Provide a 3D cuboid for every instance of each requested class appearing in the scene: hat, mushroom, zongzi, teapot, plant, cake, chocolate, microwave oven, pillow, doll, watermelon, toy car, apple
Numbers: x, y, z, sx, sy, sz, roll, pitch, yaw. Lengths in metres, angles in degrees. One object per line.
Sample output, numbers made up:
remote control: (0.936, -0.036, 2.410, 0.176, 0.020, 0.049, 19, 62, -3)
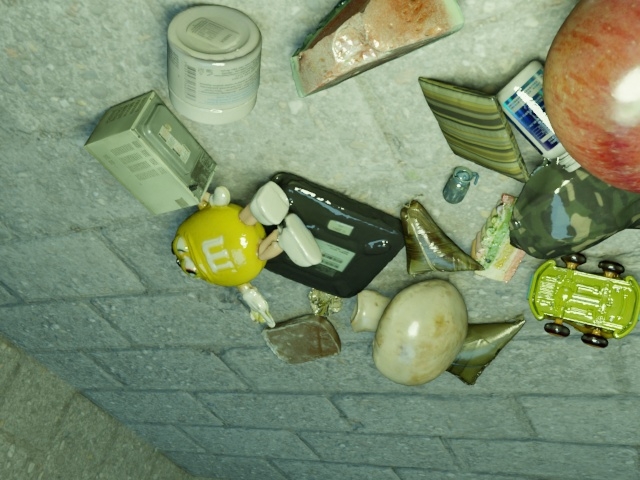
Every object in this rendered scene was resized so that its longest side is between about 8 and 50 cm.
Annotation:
hat: (0.593, -0.054, 1.295, 0.381, 0.257, 0.366, 20, 150, 29)
mushroom: (0.227, 0.212, 1.724, 0.290, 0.297, 0.297, 31, 151, 30)
zongzi: (0.276, -0.010, 1.517, 0.184, 0.084, 0.187, -1, 117, 26)
zongzi: (0.383, 0.259, 1.847, 0.260, 0.123, 0.289, 23, 133, -3)
teapot: (0.305, -0.116, 1.441, 0.063, 0.049, 0.083, 18, 143, -1)
plant: (0.014, 0.186, 1.893, 0.104, 0.122, 0.116, -25, 120, 28)
cake: (0.429, -0.018, 1.529, 0.109, 0.090, 0.225, 19, 125, 1)
chocolate: (-0.053, 0.298, 2.091, 0.254, 0.080, 0.157, -19, 116, 36)
microwave oven: (-0.379, -0.198, 1.530, 0.194, 0.145, 0.240, -13, 133, 30)
pillow: (0.289, -0.213, 1.256, 0.208, 0.052, 0.212, 37, 168, 51)
doll: (-0.186, 0.017, 1.587, 0.348, 0.161, 0.423, 43, 131, 11)
watermelon: (0.067, -0.354, 1.111, 0.318, 0.226, 0.148, -20, 104, 25)
toy car: (0.614, 0.140, 1.551, 0.248, 0.200, 0.142, 17, 176, 22)
apple: (0.495, -0.243, 1.003, 0.344, 0.269, 0.345, -9, 132, -10)

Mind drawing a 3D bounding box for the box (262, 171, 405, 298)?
box: (0.000, 0.000, 1.678, 0.359, 0.091, 0.350, 22, 143, -10)

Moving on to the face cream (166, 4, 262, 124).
face cream: (-0.202, -0.334, 1.258, 0.177, 0.177, 0.153, 16, 141, 2)

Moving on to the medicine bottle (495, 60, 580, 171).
medicine bottle: (0.405, -0.216, 1.175, 0.191, 0.107, 0.107, 46, 140, 1)
